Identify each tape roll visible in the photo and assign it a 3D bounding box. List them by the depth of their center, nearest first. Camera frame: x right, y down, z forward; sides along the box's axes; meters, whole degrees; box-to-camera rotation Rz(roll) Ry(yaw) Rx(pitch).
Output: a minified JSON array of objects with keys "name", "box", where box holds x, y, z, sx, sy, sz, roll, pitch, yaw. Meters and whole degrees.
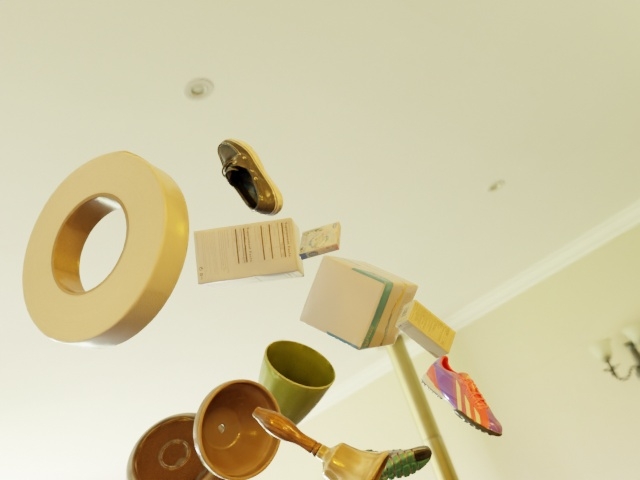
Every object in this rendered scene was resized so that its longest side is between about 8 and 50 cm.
[{"name":"tape roll","box":[-0.425,0.014,1.273,0.392,0.391,0.072,-30,-31,19]}]

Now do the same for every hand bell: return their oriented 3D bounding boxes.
[{"name":"hand bell","box":[-0.013,0.358,1.132,0.126,0.242,0.126,-51,-23,-31]}]

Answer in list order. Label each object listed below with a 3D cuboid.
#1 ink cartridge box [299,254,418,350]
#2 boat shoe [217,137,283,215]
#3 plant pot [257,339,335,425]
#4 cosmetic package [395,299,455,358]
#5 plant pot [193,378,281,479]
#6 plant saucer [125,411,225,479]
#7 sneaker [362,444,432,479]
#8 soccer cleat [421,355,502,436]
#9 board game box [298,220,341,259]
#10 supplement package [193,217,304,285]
[{"name":"ink cartridge box","box":[0.114,0.172,1.826,0.270,0.198,0.197,11,-79,-62]},{"name":"boat shoe","box":[-0.166,-0.136,1.371,0.076,0.228,0.080,-1,-42,-48]},{"name":"plant pot","box":[-0.127,0.566,2.398,0.275,0.275,0.293,5,-63,-41]},{"name":"cosmetic package","box":[0.213,0.179,1.316,0.115,0.060,0.041,40,-41,-10]},{"name":"plant pot","box":[-0.220,0.465,1.611,0.238,0.237,0.110,2,-13,-37]},{"name":"plant saucer","box":[-0.404,0.612,1.837,0.311,0.310,0.050,-17,-46,-5]},{"name":"sneaker","box":[0.153,0.520,1.558,0.224,0.098,0.083,-16,-54,-18]},{"name":"soccer cleat","box":[0.449,0.479,2.017,0.109,0.318,0.116,28,-84,-43]},{"name":"board game box","box":[0.000,0.000,1.442,0.090,0.090,0.020,-17,-59,16]},{"name":"supplement package","box":[-0.173,0.035,1.613,0.244,0.133,0.139,-8,-10,4]}]
